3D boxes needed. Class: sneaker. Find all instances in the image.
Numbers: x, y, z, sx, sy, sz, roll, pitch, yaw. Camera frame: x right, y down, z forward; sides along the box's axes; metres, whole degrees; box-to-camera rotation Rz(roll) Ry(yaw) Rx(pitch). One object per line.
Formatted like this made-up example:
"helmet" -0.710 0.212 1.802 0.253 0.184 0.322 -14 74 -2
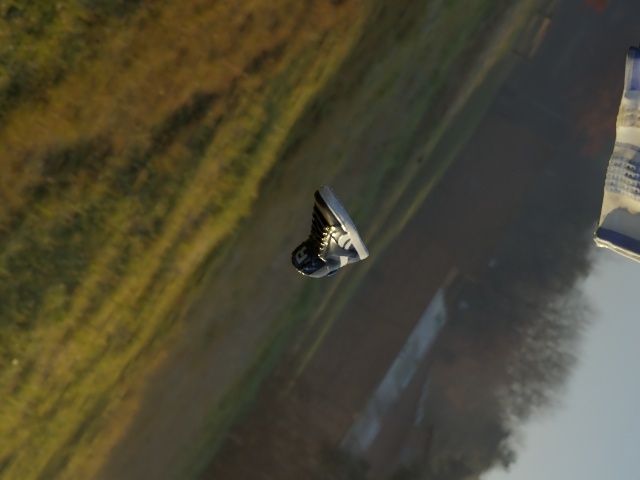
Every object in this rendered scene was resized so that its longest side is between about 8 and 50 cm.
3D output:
"sneaker" 0.000 0.000 1.954 0.121 0.079 0.217 -30 149 1

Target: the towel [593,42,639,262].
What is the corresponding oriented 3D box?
"towel" 0.436 -0.079 1.427 0.034 0.209 0.285 -31 135 -40
